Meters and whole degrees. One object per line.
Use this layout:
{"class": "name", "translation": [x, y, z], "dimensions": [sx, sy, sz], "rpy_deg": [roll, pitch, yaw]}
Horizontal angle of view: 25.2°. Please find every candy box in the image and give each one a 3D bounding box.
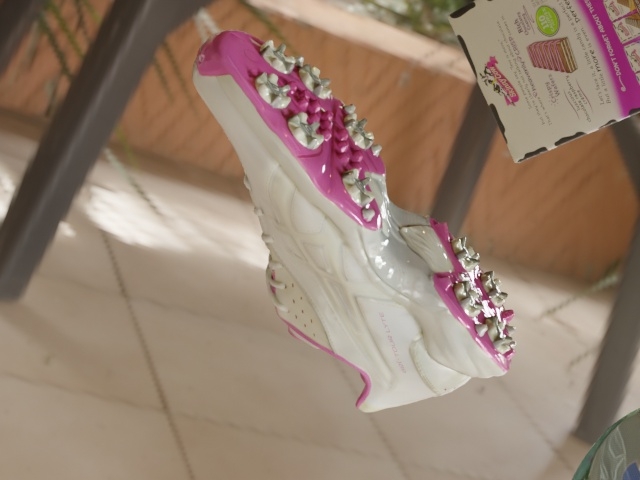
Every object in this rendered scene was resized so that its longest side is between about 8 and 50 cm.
{"class": "candy box", "translation": [0.245, -0.184, 1.299], "dimensions": [0.071, 0.233, 0.159], "rpy_deg": [-27, 93, -43]}

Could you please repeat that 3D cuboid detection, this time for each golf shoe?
{"class": "golf shoe", "translation": [0.000, 0.000, 0.968], "dimensions": [0.306, 0.140, 0.115], "rpy_deg": [50, 27, -16]}

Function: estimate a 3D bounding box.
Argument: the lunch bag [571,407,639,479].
{"class": "lunch bag", "translation": [0.212, 0.207, 0.719], "dimensions": [0.224, 0.279, 0.108], "rpy_deg": [9, 32, -17]}
